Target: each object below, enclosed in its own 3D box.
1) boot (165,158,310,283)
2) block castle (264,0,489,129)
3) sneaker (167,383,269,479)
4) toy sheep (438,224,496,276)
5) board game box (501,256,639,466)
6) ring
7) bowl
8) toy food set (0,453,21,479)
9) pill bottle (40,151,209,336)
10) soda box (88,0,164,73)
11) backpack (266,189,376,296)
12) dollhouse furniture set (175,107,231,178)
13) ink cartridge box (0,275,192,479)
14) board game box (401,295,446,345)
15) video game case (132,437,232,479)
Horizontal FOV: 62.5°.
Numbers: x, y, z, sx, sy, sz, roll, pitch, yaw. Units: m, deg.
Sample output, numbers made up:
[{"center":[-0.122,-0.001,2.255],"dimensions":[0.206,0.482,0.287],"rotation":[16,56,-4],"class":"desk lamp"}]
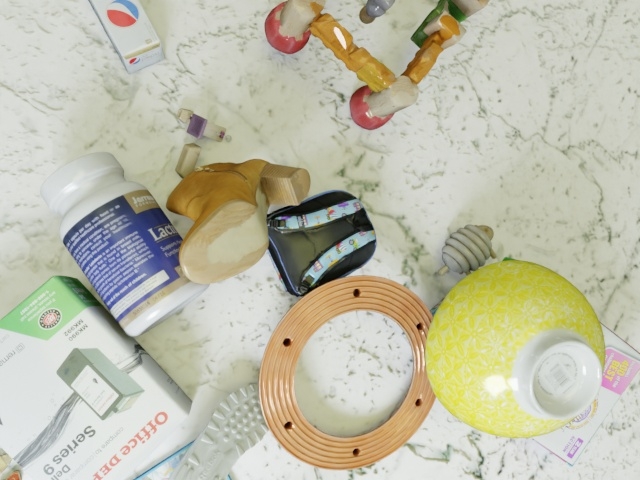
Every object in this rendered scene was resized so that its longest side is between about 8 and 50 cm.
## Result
[{"center":[-0.168,-0.040,0.808],"dimensions":[0.295,0.211,0.104],"rotation":[-47,132,-45],"class":"boot"},{"center":[0.133,-0.465,0.967],"dimensions":[0.303,0.213,0.453],"rotation":[38,82,-16],"class":"block castle"},{"center":[-0.162,0.323,0.833],"dimensions":[0.090,0.095,0.235],"rotation":[45,48,1],"class":"sneaker"},{"center":[0.271,0.021,0.980],"dimensions":[0.132,0.091,0.091],"rotation":[-44,92,-9],"class":"toy sheep"},{"center":[0.386,0.216,0.931],"dimensions":[0.316,0.064,0.242],"rotation":[36,89,-14],"class":"board game box"},{"center":[0.057,0.222,0.890],"dimensions":[0.336,0.032,0.337],"rotation":[-2,97,-20],"class":"ring"},{"center":[0.323,0.184,0.800],"dimensions":[0.289,0.156,0.290],"rotation":[-2,98,-12],"class":"bowl"},{"center":[-0.509,0.379,0.797],"dimensions":[0.122,0.019,0.078],"rotation":[-26,88,-22],"class":"toy food set"},{"center":[-0.306,0.004,0.826],"dimensions":[0.153,0.153,0.265],"rotation":[-35,90,-14],"class":"pill bottle"},{"center":[-0.357,-0.410,0.923],"dimensions":[0.073,0.069,0.216],"rotation":[-28,88,-14],"class":"soda box"},{"center":[0.000,0.000,0.908],"dimensions":[0.173,0.117,0.158],"rotation":[-26,87,-14],"class":"backpack"},{"center":[-0.217,-0.164,0.945],"dimensions":[0.081,0.091,0.114],"rotation":[12,104,-49],"class":"dollhouse furniture set"},{"center":[-0.366,0.227,0.795],"dimensions":[0.211,0.121,0.289],"rotation":[-44,92,-14],"class":"ink cartridge box"},{"center":[0.241,0.168,0.979],"dimensions":[0.154,0.026,0.103],"rotation":[-37,90,-14],"class":"board game box"},{"center":[-0.231,0.411,0.850],"dimensions":[0.166,0.015,0.119],"rotation":[-30,89,-14],"class":"video game case"}]
